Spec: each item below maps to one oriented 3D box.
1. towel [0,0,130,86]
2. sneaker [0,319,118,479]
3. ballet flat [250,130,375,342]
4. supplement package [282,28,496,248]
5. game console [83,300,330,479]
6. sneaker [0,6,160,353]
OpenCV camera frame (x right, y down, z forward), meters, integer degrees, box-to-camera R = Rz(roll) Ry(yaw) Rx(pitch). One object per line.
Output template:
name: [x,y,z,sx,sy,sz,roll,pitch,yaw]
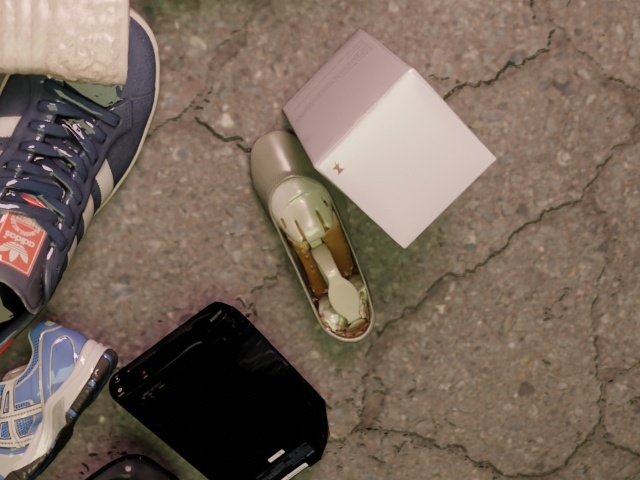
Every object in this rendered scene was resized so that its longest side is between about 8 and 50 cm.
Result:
towel: [-0.235,-0.261,0.790,0.187,0.049,0.282,1,94,-10]
sneaker: [-0.272,0.165,0.976,0.081,0.080,0.211,36,101,1]
ballet flat: [0.000,0.000,0.956,0.072,0.068,0.213,-24,113,-1]
supplement package: [0.050,-0.090,0.870,0.105,0.179,0.105,-44,112,8]
game console: [-0.172,0.224,1.002,0.361,0.044,0.213,-36,127,4]
sneaker: [-0.235,-0.029,0.858,0.131,0.148,0.350,25,104,-18]
